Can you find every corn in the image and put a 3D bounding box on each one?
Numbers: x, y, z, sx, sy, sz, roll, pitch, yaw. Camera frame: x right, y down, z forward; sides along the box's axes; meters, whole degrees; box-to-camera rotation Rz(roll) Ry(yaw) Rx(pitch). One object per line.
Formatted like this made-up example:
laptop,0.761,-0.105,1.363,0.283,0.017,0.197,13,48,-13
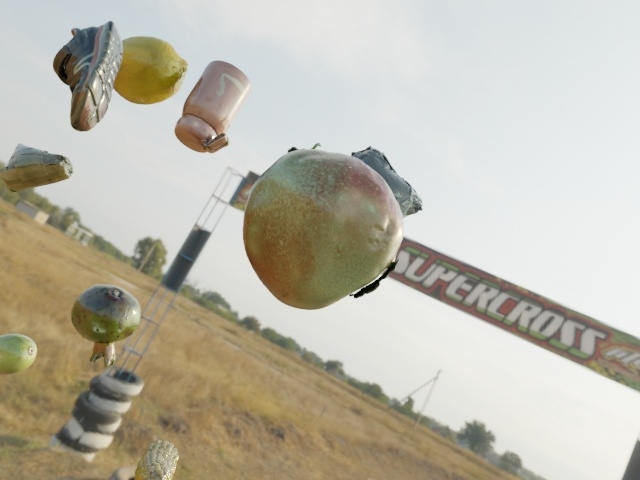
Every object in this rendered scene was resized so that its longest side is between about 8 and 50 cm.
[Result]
corn,-0.398,0.557,1.411,0.101,0.101,0.292,30,-14,-7

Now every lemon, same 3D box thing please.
lemon,-0.597,-0.578,1.967,0.263,0.235,0.236,-18,-39,31

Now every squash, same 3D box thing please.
squash,-0.679,0.230,1.143,0.250,0.083,0.083,-6,-19,8

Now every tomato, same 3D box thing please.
tomato,0.010,-0.017,1.069,0.303,0.303,0.239,37,8,-36

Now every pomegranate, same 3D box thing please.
pomegranate,-0.783,0.297,2.063,0.231,0.285,0.231,27,-5,3

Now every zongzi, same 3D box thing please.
zongzi,-0.677,-0.198,1.411,0.160,0.176,0.078,-8,-49,-4

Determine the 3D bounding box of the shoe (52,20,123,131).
shoe,-0.559,-0.395,1.356,0.137,0.290,0.114,4,-23,1

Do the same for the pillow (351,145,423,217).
pillow,0.202,-0.195,1.918,0.335,0.162,0.092,53,-33,31

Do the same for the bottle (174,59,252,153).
bottle,-0.352,-0.433,1.925,0.207,0.296,0.173,20,-21,18
